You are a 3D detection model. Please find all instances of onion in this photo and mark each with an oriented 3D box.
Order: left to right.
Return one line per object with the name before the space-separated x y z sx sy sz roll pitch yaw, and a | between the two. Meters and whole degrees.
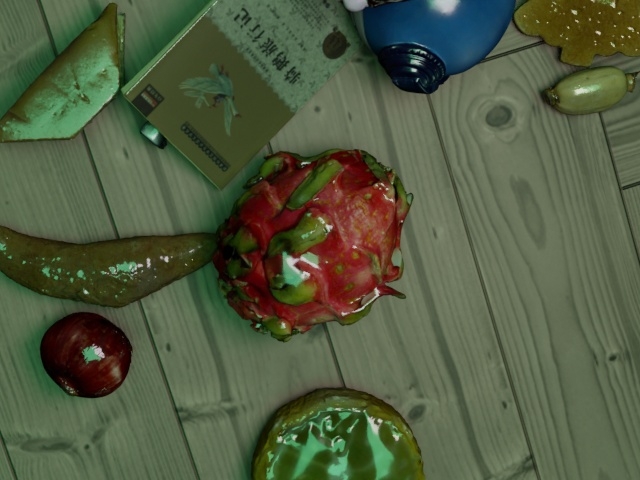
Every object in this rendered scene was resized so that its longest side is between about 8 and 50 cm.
onion | -0.327 0.163 1.486 0.131 0.131 0.131 -1 95 -8

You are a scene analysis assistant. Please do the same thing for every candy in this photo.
candy | 0.024 0.343 1.559 0.260 0.118 0.260 0 94 -2

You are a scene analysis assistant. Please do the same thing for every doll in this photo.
doll | 0.134 -0.355 1.423 0.240 0.310 0.284 7 69 24

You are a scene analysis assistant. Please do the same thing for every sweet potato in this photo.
sweet potato | -0.303 0.039 1.494 0.341 0.092 0.114 1 78 -8

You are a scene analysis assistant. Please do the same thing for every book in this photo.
book | -0.097 -0.244 1.469 0.310 0.021 0.217 -46 129 -3

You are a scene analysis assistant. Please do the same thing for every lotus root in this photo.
lotus root | 0.406 -0.222 1.575 0.150 0.062 0.073 -12 141 -3

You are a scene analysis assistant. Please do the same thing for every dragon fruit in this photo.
dragon fruit | -0.007 -0.003 1.467 0.303 0.237 0.231 -50 120 -11

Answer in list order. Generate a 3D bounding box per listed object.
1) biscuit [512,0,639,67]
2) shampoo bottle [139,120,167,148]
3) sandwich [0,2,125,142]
biscuit | 0.392 -0.363 1.521 0.212 0.041 0.239 16 121 15
shampoo bottle | -0.142 -0.258 1.492 0.309 0.071 0.098 -50 122 -2
sandwich | -0.339 -0.205 1.465 0.096 0.094 0.258 44 87 -8
